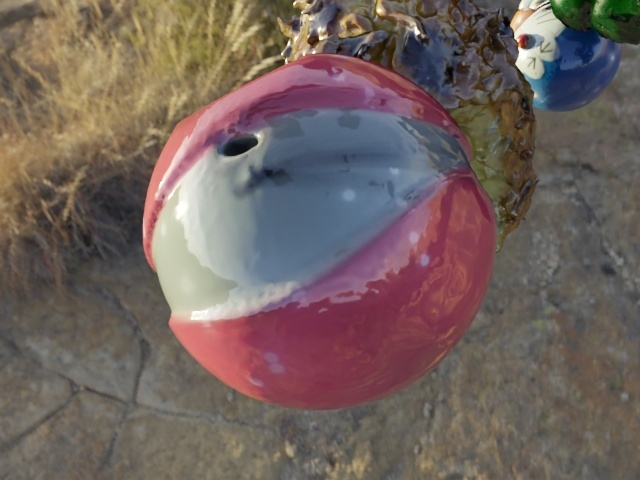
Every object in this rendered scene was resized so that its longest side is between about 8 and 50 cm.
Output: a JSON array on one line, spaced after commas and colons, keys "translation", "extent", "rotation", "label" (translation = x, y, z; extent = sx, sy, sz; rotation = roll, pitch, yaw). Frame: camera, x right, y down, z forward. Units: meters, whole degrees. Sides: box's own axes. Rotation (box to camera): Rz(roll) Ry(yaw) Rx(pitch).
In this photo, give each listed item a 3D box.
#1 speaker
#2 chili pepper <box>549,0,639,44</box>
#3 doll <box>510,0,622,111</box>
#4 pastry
[{"translation": [0.000, 0.000, 0.828], "extent": [0.294, 0.294, 0.294], "rotation": [-8, 48, 9], "label": "speaker"}, {"translation": [0.399, -0.394, 1.243], "extent": [0.233, 0.257, 0.249], "rotation": [9, 52, 15], "label": "chili pepper"}, {"translation": [0.351, -0.303, 1.447], "extent": [0.215, 0.161, 0.257], "rotation": [-36, 26, 30], "label": "doll"}, {"translation": [0.108, -0.163, 1.204], "extent": [0.292, 0.405, 0.337], "rotation": [-25, 47, 11], "label": "pastry"}]
